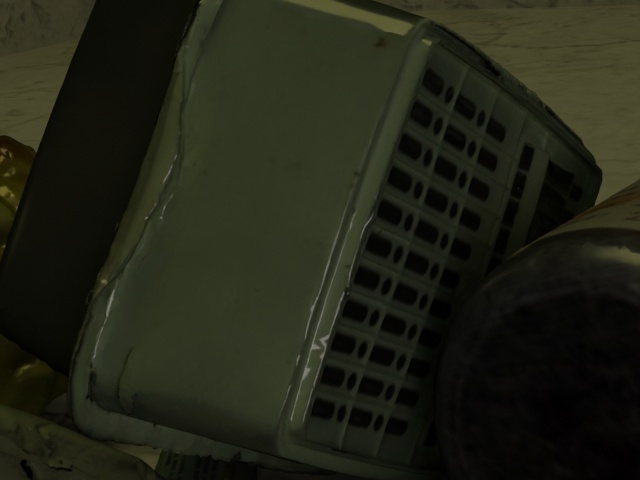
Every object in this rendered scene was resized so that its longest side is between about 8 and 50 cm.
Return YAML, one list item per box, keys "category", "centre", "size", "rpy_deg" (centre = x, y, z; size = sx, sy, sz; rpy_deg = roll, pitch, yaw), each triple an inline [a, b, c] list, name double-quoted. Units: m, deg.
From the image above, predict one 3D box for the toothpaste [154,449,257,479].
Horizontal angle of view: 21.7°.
- category: "toothpaste"
  centre: [-0.060, 0.115, 0.851]
  size: [0.067, 0.037, 0.255]
  rpy_deg: [-1, 17, 1]

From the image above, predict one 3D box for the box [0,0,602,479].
- category: "box"
  centre: [0.000, 0.000, 0.762]
  size: [0.166, 0.220, 0.290]
  rpy_deg: [18, -3, 27]

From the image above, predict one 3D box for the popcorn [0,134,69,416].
- category: "popcorn"
  centre: [-0.214, 0.031, 0.970]
  size: [0.217, 0.181, 0.235]
  rpy_deg: [-9, 18, -16]

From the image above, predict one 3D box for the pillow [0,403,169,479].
- category: "pillow"
  centre: [-0.232, 0.096, 0.650]
  size: [0.274, 0.076, 0.281]
  rpy_deg: [-11, -28, 36]

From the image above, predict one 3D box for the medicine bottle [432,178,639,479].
- category: "medicine bottle"
  centre: [0.179, 0.044, 0.751]
  size: [0.165, 0.165, 0.273]
  rpy_deg: [2, 16, 32]
